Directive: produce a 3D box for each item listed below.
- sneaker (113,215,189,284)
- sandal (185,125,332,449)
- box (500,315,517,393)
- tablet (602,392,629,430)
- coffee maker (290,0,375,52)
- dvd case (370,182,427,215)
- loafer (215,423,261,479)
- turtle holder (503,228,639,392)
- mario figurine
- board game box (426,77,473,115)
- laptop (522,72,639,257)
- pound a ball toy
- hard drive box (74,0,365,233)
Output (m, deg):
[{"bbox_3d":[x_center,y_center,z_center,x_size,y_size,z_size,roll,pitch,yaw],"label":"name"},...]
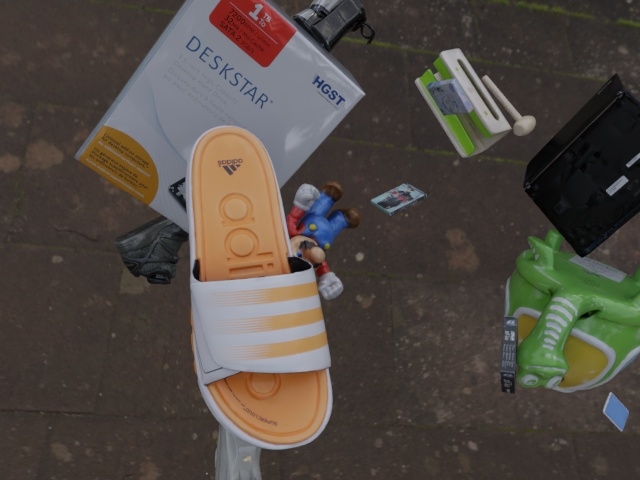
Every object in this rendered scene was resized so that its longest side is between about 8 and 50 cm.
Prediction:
[{"bbox_3d":[-0.337,0.014,1.201,0.227,0.087,0.130,-41,121,-51],"label":"sneaker"},{"bbox_3d":[-0.056,0.024,0.412,0.101,0.076,0.266,-11,77,-15],"label":"sandal"},{"bbox_3d":[0.257,0.156,0.743,0.018,0.067,0.083,2,52,21],"label":"box"},{"bbox_3d":[0.682,0.395,1.257,0.083,0.006,0.054,44,66,-19],"label":"tablet"},{"bbox_3d":[0.027,-0.511,1.316,0.171,0.120,0.178,33,62,5],"label":"coffee maker"},{"bbox_3d":[0.203,-0.109,1.418,0.119,0.013,0.087,-25,38,-20],"label":"dvd case"},{"bbox_3d":[-0.173,0.421,1.149,0.112,0.111,0.320,14,73,-31],"label":"loafer"},{"bbox_3d":[0.422,0.137,0.893,0.243,0.320,0.228,17,109,3],"label":"turtle holder"},{"bbox_3d":[0.000,0.000,1.224,0.198,0.170,0.321,30,49,6],"label":"mario figurine"},{"bbox_3d":[0.310,-0.344,1.311,0.020,0.090,0.090,-47,117,-15],"label":"board game box"},{"bbox_3d":[0.497,-0.141,0.971,0.136,0.234,0.264,3,47,-40],"label":"laptop"},{"bbox_3d":[0.434,-0.381,1.488,0.135,0.208,0.319,-22,77,-38],"label":"pound a ball toy"},{"bbox_3d":[-0.102,-0.131,0.560,0.181,0.232,0.089,35,20,-24],"label":"hard drive box"}]
